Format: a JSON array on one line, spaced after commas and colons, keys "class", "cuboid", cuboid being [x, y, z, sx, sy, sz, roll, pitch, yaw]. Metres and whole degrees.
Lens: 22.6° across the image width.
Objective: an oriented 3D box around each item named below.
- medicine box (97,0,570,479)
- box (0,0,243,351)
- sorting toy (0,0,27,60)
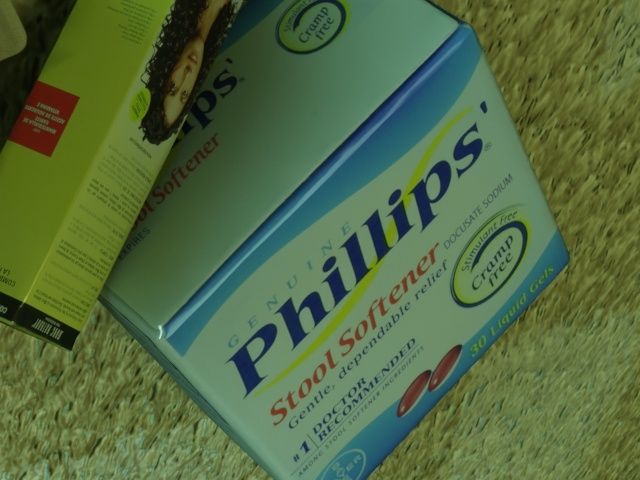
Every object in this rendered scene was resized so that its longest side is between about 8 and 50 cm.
[{"class": "medicine box", "cuboid": [0.000, 0.000, 1.052, 0.263, 0.149, 0.289, -46, 145, -9]}, {"class": "box", "cuboid": [-0.124, -0.059, 0.882, 0.232, 0.058, 0.087, -65, 161, -6]}, {"class": "sorting toy", "cuboid": [-0.257, -0.109, 0.769, 0.196, 0.047, 0.348, -36, 141, -15]}]
